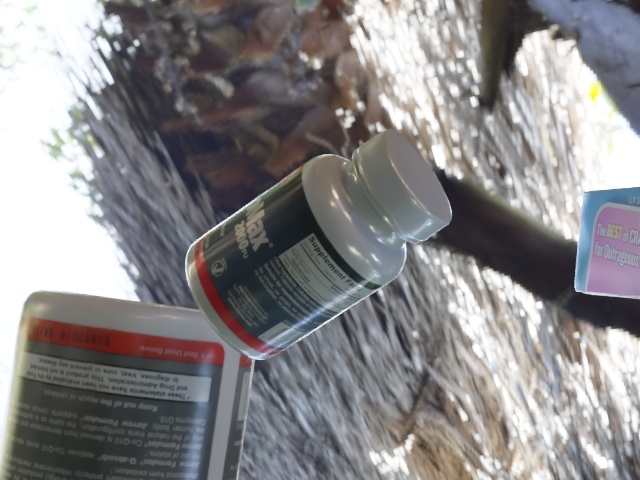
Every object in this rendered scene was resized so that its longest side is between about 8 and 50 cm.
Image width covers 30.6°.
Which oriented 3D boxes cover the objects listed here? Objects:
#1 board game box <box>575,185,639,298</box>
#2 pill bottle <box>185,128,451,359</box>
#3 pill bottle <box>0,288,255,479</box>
[{"bbox_3d":[0.305,0.010,0.586,0.242,0.316,0.064,5,-91,-13],"label":"board game box"},{"bbox_3d":[0.000,0.000,0.859,0.180,0.108,0.108,-34,-139,21],"label":"pill bottle"},{"bbox_3d":[-0.181,0.233,1.020,0.210,0.210,0.362,6,-95,27],"label":"pill bottle"}]
